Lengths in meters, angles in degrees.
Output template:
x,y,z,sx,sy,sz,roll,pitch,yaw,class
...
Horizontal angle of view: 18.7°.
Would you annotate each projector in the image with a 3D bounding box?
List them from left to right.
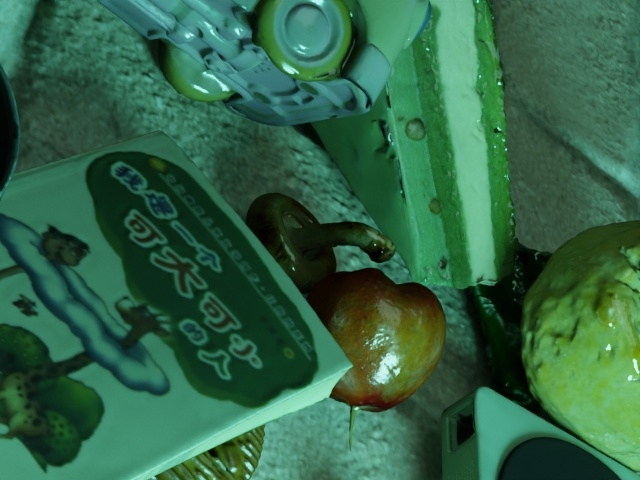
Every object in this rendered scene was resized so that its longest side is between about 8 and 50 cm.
x,y,z,sx,sy,sz,roll,pitch,yaw,class
0.206,0.284,1.640,0.259,0.079,0.257,30,40,-27,projector

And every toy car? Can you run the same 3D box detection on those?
x,y,z,sx,sy,sz,roll,pitch,yaw,class
-0.082,-0.263,1.611,0.336,0.242,0.226,33,74,-23,toy car

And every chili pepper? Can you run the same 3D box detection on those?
x,y,z,sx,sy,sz,roll,pitch,yaw,class
0.176,0.071,1.818,0.108,0.062,0.216,13,48,-17,chili pepper

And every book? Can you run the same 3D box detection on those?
x,y,z,sx,sy,sz,roll,pitch,yaw,class
-0.165,0.056,1.416,0.260,0.043,0.371,51,38,13,book

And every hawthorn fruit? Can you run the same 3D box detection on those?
x,y,z,sx,sy,sz,roll,pitch,yaw,class
0.035,0.085,1.605,0.125,0.140,0.125,39,6,-5,hawthorn fruit

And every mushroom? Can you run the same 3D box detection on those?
x,y,z,sx,sy,sz,roll,pitch,yaw,class
-0.004,0.010,1.646,0.129,0.073,0.088,16,21,7,mushroom

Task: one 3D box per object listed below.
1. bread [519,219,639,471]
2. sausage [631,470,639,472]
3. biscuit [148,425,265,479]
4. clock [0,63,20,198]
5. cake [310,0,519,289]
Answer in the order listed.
x,y,z,sx,sy,sz,roll,pitch,yaw,class
0.302,0.087,1.757,0.244,0.134,0.245,7,76,-30,bread
0.279,0.136,1.853,0.089,0.089,0.179,-25,88,-55,sausage
-0.116,0.111,1.475,0.187,0.027,0.188,29,41,-28,biscuit
-0.356,-0.101,1.329,0.312,0.061,0.313,23,41,-22,clock
0.074,-0.089,1.815,0.158,0.172,0.284,-8,88,-38,cake
